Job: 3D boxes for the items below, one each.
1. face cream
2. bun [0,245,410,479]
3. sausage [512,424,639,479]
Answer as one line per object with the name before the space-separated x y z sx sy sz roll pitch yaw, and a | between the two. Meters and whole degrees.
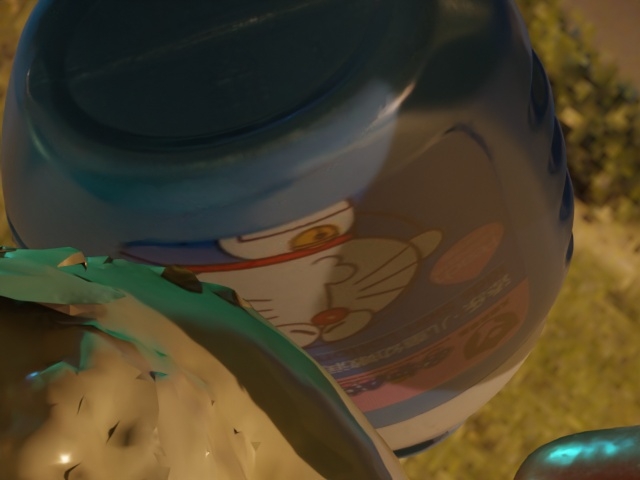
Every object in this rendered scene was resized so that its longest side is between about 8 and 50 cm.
face cream | 0.000 0.000 0.574 0.264 0.149 0.083 61 15 -65
bun | -0.115 0.152 0.407 0.360 0.360 0.211 15 50 -46
sausage | 0.138 0.039 0.305 0.034 0.253 0.034 18 69 -57
